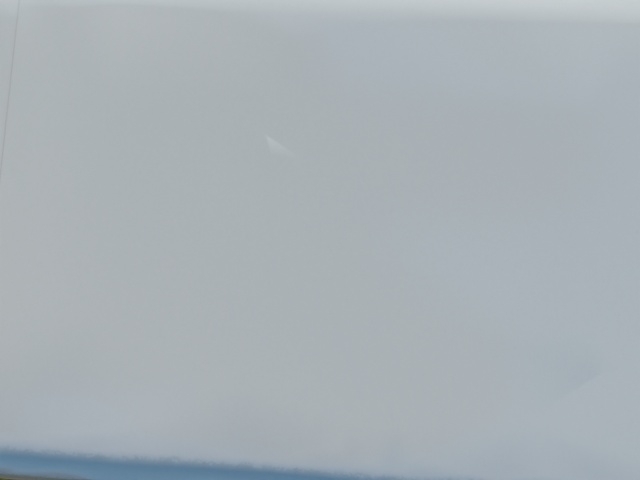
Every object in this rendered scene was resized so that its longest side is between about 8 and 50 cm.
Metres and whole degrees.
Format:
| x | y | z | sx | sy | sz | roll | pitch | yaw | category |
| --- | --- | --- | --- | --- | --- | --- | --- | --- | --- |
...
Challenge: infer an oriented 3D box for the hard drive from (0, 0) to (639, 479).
| x | y | z | sx | sy | sz | roll | pitch | yaw | category |
| --- | --- | --- | --- | --- | --- | --- | --- | --- | --- |
| 0.000 | 0.000 | 0.775 | 0.308 | 0.040 | 0.203 | 3 | 80 | 9 | hard drive |
